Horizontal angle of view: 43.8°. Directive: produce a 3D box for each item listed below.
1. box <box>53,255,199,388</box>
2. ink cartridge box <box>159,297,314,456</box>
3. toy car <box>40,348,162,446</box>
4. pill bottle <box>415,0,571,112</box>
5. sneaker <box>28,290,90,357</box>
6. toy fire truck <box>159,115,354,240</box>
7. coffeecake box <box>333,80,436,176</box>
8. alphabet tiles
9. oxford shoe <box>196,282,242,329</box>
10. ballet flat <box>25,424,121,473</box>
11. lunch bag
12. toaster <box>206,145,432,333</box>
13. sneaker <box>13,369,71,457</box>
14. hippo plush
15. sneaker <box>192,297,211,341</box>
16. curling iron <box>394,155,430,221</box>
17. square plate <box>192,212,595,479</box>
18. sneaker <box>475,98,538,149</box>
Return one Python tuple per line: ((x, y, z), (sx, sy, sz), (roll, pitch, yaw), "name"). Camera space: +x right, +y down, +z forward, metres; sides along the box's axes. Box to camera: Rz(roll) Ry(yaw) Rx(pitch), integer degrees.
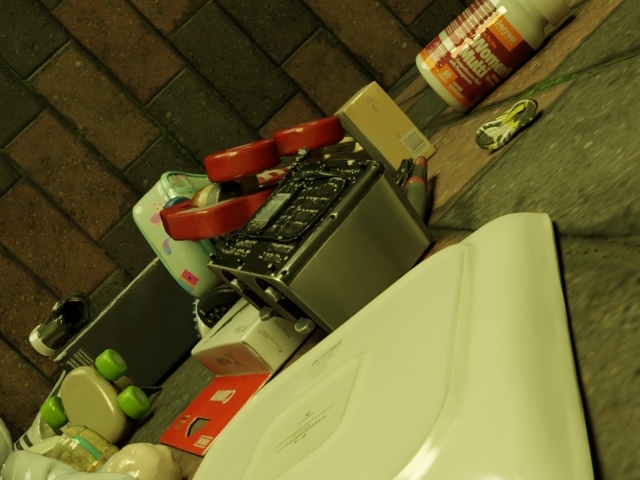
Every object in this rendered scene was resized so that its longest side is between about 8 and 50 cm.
((-0.354, 0.173, 1.636), (0.294, 0.183, 0.296), (-47, 8, -3), "box")
((-0.111, 0.145, 0.979), (0.239, 0.060, 0.275), (-46, 8, -22), "ink cartridge box")
((-0.351, 0.289, 1.374), (0.155, 0.149, 0.188), (-40, -21, 6), "toy car")
((0.264, -0.311, 1.222), (0.221, 0.121, 0.121), (-41, 8, 22), "pill bottle")
((-0.513, 0.152, 1.649), (0.106, 0.078, 0.234), (-40, 12, 16), "sneaker")
((-0.096, -0.057, 1.140), (0.302, 0.169, 0.254), (-25, 13, -40), "toy fire truck")
((0.098, -0.174, 1.276), (0.068, 0.142, 0.185), (-44, 8, 2), "coffeecake box")
((-0.021, -0.140, 1.519), (0.284, 0.021, 0.278), (-13, -11, -1), "alphabet tiles")
((-0.093, 0.075, 1.205), (0.227, 0.083, 0.096), (-25, 14, 31), "oxford shoe")
((-0.413, 0.365, 1.173), (0.348, 0.123, 0.123), (-39, 9, 36), "ballet flat")
((-0.175, -0.015, 1.345), (0.108, 0.224, 0.279), (-39, -14, 20), "lunch bag")
((0.000, 0.000, 0.801), (0.185, 0.110, 0.168), (-50, 27, -20), "toaster")
((-0.567, 0.373, 1.741), (0.257, 0.169, 0.447), (-42, 10, 6), "sneaker")
((-0.294, 0.233, 0.778), (0.234, 0.236, 0.294), (-44, 8, 3), "hippo plush")
((-0.171, 0.105, 1.460), (0.086, 0.085, 0.237), (-7, 30, 17), "sneaker")
((0.110, -0.045, 0.945), (0.274, 0.035, 0.068), (-80, 15, -69), "curling iron")
((0.001, 0.132, 0.490), (0.347, 0.049, 0.344), (-41, 9, 24), "square plate")
((0.210, -0.129, 0.887), (0.083, 0.031, 0.035), (-33, 0, 39), "sneaker")
